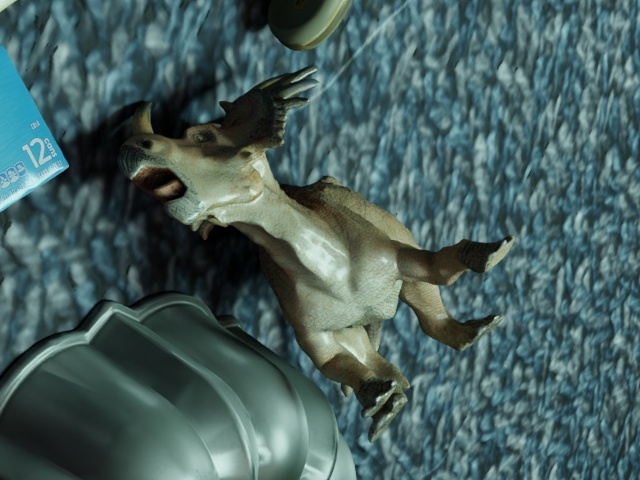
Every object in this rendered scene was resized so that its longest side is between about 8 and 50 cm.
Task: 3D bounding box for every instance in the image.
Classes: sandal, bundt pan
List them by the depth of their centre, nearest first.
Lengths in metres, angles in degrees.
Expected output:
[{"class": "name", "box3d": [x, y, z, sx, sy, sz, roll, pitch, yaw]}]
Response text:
[{"class": "sandal", "box3d": [0.007, -0.197, 1.049, 0.049, 0.072, 0.180, 20, 97, -36]}, {"class": "bundt pan", "box3d": [-0.093, 0.204, 1.084, 0.331, 0.124, 0.331, -33, 135, -41]}]

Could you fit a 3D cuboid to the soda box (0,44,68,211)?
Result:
[{"class": "soda box", "box3d": [-0.216, -0.008, 0.807, 0.210, 0.071, 0.067, -38, 107, -37]}]

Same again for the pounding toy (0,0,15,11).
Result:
[{"class": "pounding toy", "box3d": [-0.171, -0.128, 0.783, 0.141, 0.130, 0.100, -43, 128, -32]}]

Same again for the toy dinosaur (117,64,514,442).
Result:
[{"class": "toy dinosaur", "box3d": [0.000, 0.000, 1.091, 0.127, 0.200, 0.296, -45, 165, -7]}]
